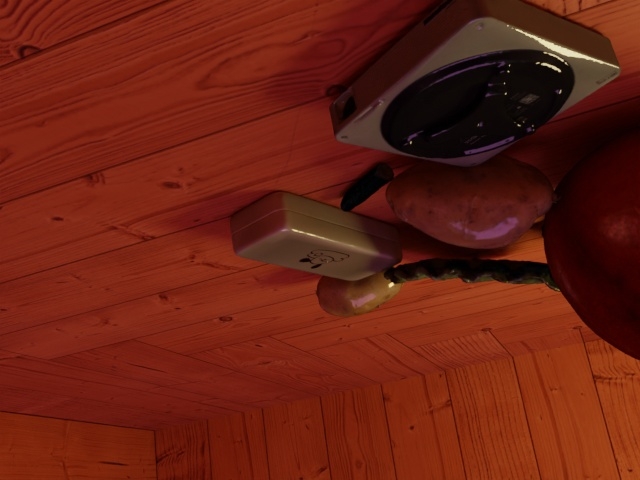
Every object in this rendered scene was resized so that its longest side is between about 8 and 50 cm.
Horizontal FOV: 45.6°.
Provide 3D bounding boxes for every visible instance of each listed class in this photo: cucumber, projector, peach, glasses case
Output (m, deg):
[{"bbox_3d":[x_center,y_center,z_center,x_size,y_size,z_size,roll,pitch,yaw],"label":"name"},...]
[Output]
[{"bbox_3d":[0.066,-0.078,1.186,0.032,0.032,0.133,4,157,-28],"label":"cucumber"},{"bbox_3d":[0.184,-0.174,0.917,0.259,0.079,0.257,6,154,-36],"label":"projector"},{"bbox_3d":[0.531,0.017,1.114,0.388,0.388,0.388,-7,159,-3],"label":"peach"},{"bbox_3d":[0.000,0.000,1.306,0.131,0.070,0.313,-25,153,37],"label":"glasses case"}]

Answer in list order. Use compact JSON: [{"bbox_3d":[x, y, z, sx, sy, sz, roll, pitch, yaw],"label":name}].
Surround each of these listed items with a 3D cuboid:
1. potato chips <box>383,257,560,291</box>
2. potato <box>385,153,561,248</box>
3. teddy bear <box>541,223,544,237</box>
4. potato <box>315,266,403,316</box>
[{"bbox_3d":[0.334,0.067,1.422,0.358,0.070,0.429,5,-179,43],"label":"potato chips"},{"bbox_3d":[0.221,-0.055,1.114,0.235,0.161,0.128,-12,135,-12],"label":"potato"},{"bbox_3d":[0.513,-0.008,1.418,0.129,0.182,0.251,-55,161,7],"label":"teddy bear"},{"bbox_3d":[0.079,0.094,1.527,0.178,0.109,0.118,-17,136,8],"label":"potato"}]
